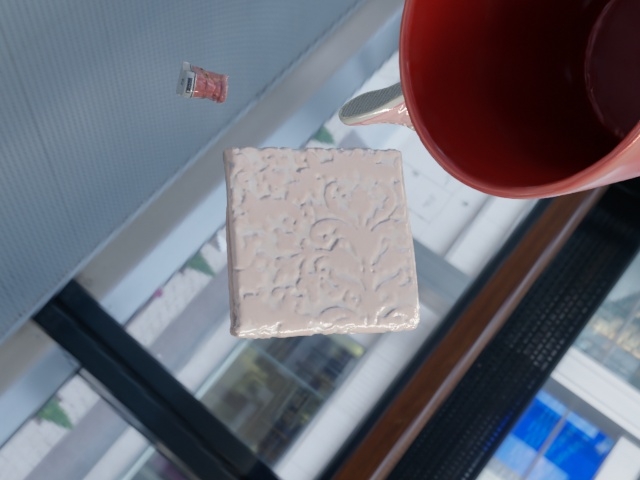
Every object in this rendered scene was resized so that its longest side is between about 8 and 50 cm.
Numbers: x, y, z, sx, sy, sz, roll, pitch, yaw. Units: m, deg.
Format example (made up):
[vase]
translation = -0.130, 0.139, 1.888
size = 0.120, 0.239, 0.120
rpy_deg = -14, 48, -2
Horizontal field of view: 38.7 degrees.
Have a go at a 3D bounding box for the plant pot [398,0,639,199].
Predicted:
[plant pot]
translation = 0.247, -0.166, 0.784
size = 0.243, 0.275, 0.275
rpy_deg = -1, 130, -41

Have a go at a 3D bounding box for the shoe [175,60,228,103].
[shoe]
translation = -0.220, -0.289, 1.688
size = 0.178, 0.081, 0.064
rpy_deg = -130, -127, -69

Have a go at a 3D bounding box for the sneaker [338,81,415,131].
[sneaker]
translation = 0.095, -0.161, 1.166
size = 0.134, 0.051, 0.070
rpy_deg = -22, 128, 5

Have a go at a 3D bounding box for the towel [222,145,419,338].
[towel]
translation = 0.000, 0.000, 1.511
size = 0.331, 0.317, 0.053
rpy_deg = -1, 169, -23
